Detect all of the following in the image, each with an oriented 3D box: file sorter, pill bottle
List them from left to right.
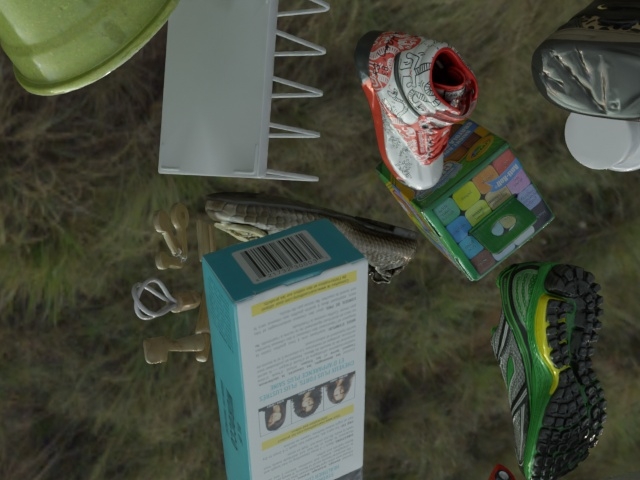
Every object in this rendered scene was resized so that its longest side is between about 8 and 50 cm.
[{"bbox_3d":[-0.104,-0.229,1.242,0.173,0.193,0.277,0,94,-55],"label":"file sorter"},{"bbox_3d":[0.426,-0.161,1.134,0.221,0.124,0.124,-22,143,-41],"label":"pill bottle"}]

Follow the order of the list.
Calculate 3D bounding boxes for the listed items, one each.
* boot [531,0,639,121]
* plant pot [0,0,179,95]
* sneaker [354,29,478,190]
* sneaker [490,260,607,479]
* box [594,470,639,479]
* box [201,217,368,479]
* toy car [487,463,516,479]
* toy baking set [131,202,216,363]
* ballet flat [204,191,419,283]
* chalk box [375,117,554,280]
[{"bbox_3d":[0.469,-0.244,0.966,0.377,0.284,0.138,14,141,32],"label":"boot"},{"bbox_3d":[-0.331,-0.357,0.975,0.276,0.276,0.254,-29,135,10],"label":"plant pot"},{"bbox_3d":[0.149,-0.160,1.143,0.090,0.145,0.270,-47,132,-24],"label":"sneaker"},{"bbox_3d":[0.324,0.191,1.226,0.134,0.146,0.343,-8,104,-29],"label":"sneaker"},{"bbox_3d":[0.460,0.497,1.284,0.168,0.215,0.345,-33,168,-22],"label":"box"},{"bbox_3d":[-0.023,0.108,0.632,0.100,0.060,0.244,-18,129,-22],"label":"box"},{"bbox_3d":[0.219,0.406,1.023,0.053,0.239,0.225,19,88,2],"label":"toy car"},{"bbox_3d":[-0.187,0.068,1.118,0.030,0.256,0.197,-9,146,21],"label":"toy baking set"},{"bbox_3d":[0.000,0.000,0.733,0.250,0.084,0.058,11,95,-49],"label":"ballet flat"},{"bbox_3d":[0.249,-0.072,1.408,0.180,0.289,0.179,-39,118,1],"label":"chalk box"}]
